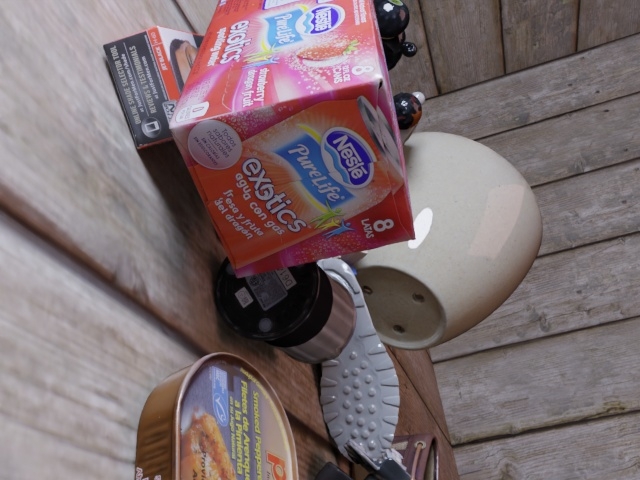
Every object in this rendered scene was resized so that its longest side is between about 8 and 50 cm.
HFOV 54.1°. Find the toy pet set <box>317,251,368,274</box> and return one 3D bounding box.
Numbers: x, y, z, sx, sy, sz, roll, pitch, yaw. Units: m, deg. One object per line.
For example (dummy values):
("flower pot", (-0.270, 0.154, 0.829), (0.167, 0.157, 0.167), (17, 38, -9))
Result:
("toy pet set", (0.000, 0.000, 0.846), (0.114, 0.065, 0.122), (17, 47, -35))

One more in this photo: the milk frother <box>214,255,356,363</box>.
("milk frother", (-0.001, 0.024, 0.530), (0.135, 0.143, 0.129), (49, 24, -67))

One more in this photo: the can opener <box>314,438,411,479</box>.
("can opener", (0.115, 0.298, 0.597), (0.280, 0.093, 0.074), (40, -14, 5))

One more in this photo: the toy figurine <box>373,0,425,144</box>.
("toy figurine", (0.039, -0.217, 0.882), (0.148, 0.212, 0.210), (82, -1, -81))

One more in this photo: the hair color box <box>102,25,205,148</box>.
("hair color box", (-0.103, -0.115, 0.470), (0.141, 0.043, 0.072), (-64, 139, -73))

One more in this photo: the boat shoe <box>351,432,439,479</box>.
("boat shoe", (0.104, 0.343, 0.661), (0.342, 0.123, 0.123), (-85, 157, -61))

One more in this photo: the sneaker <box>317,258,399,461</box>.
("sneaker", (0.038, 0.139, 0.736), (0.095, 0.090, 0.235), (71, 8, -73))

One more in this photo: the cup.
("cup", (0.155, 0.032, 0.987), (0.237, 0.330, 0.331), (-53, 131, -43))

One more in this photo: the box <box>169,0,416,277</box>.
("box", (-0.011, -0.107, 0.471), (0.257, 0.128, 0.123), (-90, 165, -52))

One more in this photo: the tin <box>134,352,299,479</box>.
("tin", (-0.050, 0.153, 0.328), (0.106, 0.040, 0.190), (35, 37, -43))
